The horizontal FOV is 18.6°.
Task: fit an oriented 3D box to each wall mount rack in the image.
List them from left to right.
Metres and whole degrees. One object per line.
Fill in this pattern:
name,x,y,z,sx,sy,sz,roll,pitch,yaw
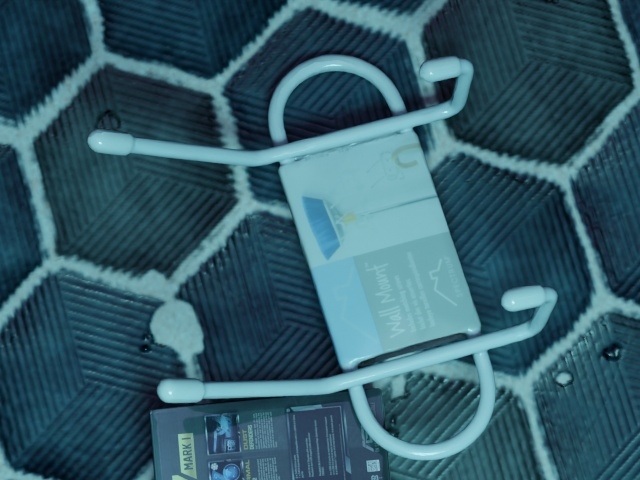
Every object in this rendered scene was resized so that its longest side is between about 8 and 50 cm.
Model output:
wall mount rack,0.000,0.000,1.482,0.304,0.130,0.350,-15,69,-8

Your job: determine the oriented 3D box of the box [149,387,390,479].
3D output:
box,-0.033,0.237,1.512,0.183,0.059,0.233,-6,80,-3
